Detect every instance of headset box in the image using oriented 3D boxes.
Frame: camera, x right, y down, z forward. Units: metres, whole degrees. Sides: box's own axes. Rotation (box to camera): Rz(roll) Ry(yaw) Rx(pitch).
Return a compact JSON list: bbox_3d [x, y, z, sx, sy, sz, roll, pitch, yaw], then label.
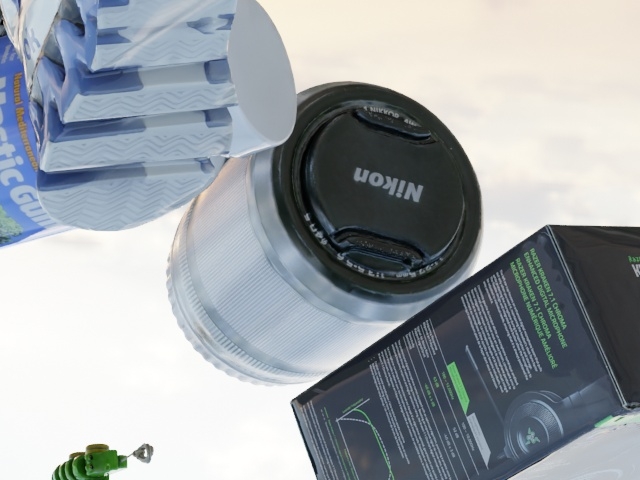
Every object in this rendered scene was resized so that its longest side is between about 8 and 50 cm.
[{"bbox_3d":[0.169,0.101,1.252,0.246,0.131,0.283,1,150,-46],"label":"headset box"}]

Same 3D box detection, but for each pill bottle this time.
[{"bbox_3d":[-0.162,-0.089,1.322,0.272,0.152,0.152,-14,180,25],"label":"pill bottle"}]

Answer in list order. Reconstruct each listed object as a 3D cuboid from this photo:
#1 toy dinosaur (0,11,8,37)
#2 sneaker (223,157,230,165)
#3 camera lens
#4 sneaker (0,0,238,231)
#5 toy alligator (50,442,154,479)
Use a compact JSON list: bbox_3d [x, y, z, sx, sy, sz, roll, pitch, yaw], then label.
[{"bbox_3d":[-0.349,-0.256,1.995,0.164,0.218,0.322,8,-161,30],"label":"toy dinosaur"},{"bbox_3d":[-0.122,-0.063,2.031,0.130,0.227,0.087,3,-148,-6],"label":"sneaker"},{"bbox_3d":[0.000,0.000,1.642,0.219,0.219,0.274,0,160,-27],"label":"camera lens"},{"bbox_3d":[-0.098,-0.172,0.892,0.127,0.315,0.182,-6,-130,-33],"label":"sneaker"},{"bbox_3d":[-0.260,0.259,2.093,0.051,0.056,0.190,11,155,-35],"label":"toy alligator"}]
